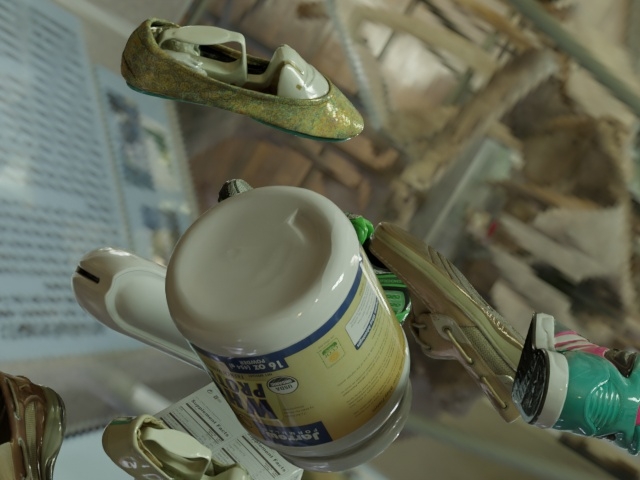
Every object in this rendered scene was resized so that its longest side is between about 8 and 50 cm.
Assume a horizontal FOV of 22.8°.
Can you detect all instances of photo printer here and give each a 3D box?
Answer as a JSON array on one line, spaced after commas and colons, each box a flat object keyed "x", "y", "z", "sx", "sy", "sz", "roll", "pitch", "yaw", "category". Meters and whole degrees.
[{"x": -0.193, "y": 0.104, "z": 2.172, "sx": 0.107, "sy": 0.307, "sz": 0.256, "roll": -65, "pitch": -161, "yaw": -3, "category": "photo printer"}]

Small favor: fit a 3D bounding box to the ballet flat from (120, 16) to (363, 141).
[{"x": -0.096, "y": -0.224, "z": 2.156, "sx": 0.123, "sy": 0.348, "sz": 0.123, "roll": -166, "pitch": -90, "yaw": -80, "category": "ballet flat"}]

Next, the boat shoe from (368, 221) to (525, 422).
[{"x": 0.177, "y": 0.115, "z": 2.143, "sx": 0.110, "sy": 0.341, "sz": 0.121, "roll": -44, "pitch": -167, "yaw": 9, "category": "boat shoe"}]

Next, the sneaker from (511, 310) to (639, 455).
[{"x": 0.324, "y": 0.161, "z": 1.828, "sx": 0.295, "sy": 0.178, "sz": 0.124, "roll": -76, "pitch": -179, "yaw": -78, "category": "sneaker"}]

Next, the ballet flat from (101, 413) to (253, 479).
[{"x": -0.132, "y": 0.269, "z": 1.779, "sx": 0.086, "sy": 0.248, "sz": 0.086, "roll": -43, "pitch": -154, "yaw": 27, "category": "ballet flat"}]

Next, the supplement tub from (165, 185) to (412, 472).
[{"x": -0.025, "y": 0.112, "z": 1.857, "sx": 0.228, "sy": 0.228, "sz": 0.316, "roll": -54, "pitch": 142, "yaw": -23, "category": "supplement tub"}]

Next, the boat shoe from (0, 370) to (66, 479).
[{"x": -0.373, "y": 0.286, "z": 1.819, "sx": 0.123, "sy": 0.116, "sz": 0.324, "roll": -31, "pitch": -139, "yaw": 21, "category": "boat shoe"}]

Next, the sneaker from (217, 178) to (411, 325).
[{"x": 0.000, "y": 0.000, "z": 2.394, "sx": 0.146, "sy": 0.343, "sz": 0.134, "roll": -61, "pitch": 173, "yaw": 20, "category": "sneaker"}]

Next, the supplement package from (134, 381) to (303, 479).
[{"x": -0.163, "y": 0.385, "z": 2.385, "sx": 0.145, "sy": 0.204, "sz": 0.262, "roll": -28, "pitch": 148, "yaw": -35, "category": "supplement package"}]
